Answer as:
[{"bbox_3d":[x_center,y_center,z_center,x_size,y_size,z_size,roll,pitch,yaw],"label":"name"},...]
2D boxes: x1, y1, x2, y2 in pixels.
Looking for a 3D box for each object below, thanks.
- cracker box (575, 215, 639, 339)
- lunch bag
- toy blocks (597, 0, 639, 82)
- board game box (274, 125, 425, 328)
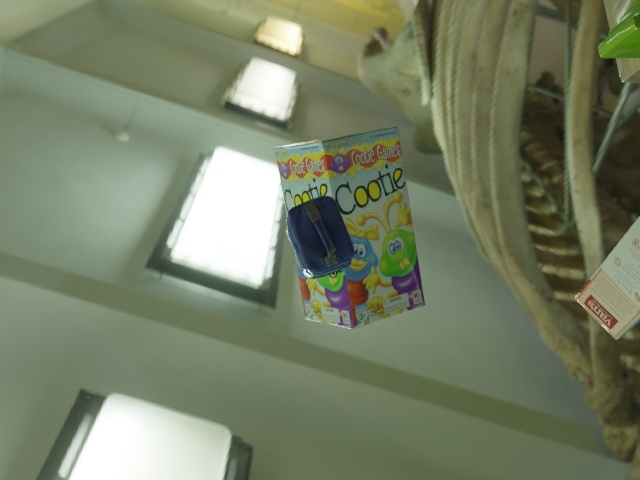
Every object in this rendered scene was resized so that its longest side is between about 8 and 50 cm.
[{"bbox_3d":[0.365,-0.015,0.810,0.155,0.232,0.067,-29,-115,-28],"label":"cracker box"},{"bbox_3d":[0.000,0.000,0.987,0.065,0.067,0.098,94,154,-78],"label":"lunch bag"},{"bbox_3d":[0.385,-0.277,0.707,0.381,0.261,0.191,-3,167,-14],"label":"toy blocks"},{"bbox_3d":[0.044,-0.022,1.259,0.142,0.275,0.144,-15,-171,-31],"label":"board game box"}]
